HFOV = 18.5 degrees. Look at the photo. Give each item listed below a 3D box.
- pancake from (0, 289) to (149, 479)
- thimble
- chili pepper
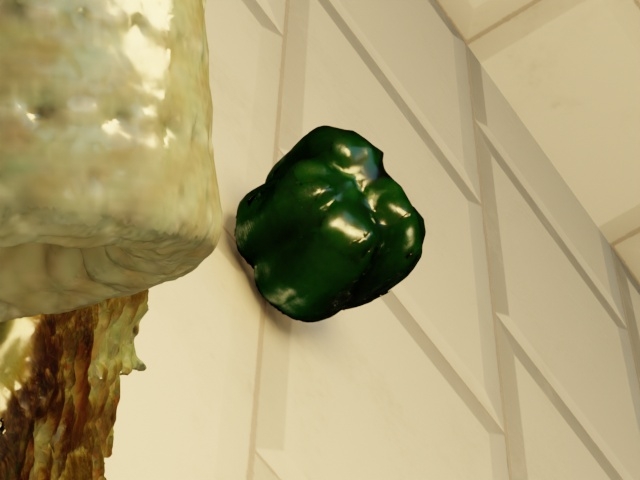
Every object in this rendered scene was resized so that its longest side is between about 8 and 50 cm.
[{"bbox_3d":[-0.177,0.179,1.161,0.305,0.067,0.426,46,45,-72],"label":"pancake"},{"bbox_3d":[-0.196,-0.069,0.980,0.291,0.291,0.195,19,63,-64],"label":"thimble"},{"bbox_3d":[0.000,0.000,1.986,0.174,0.261,0.165,44,60,-1],"label":"chili pepper"}]
